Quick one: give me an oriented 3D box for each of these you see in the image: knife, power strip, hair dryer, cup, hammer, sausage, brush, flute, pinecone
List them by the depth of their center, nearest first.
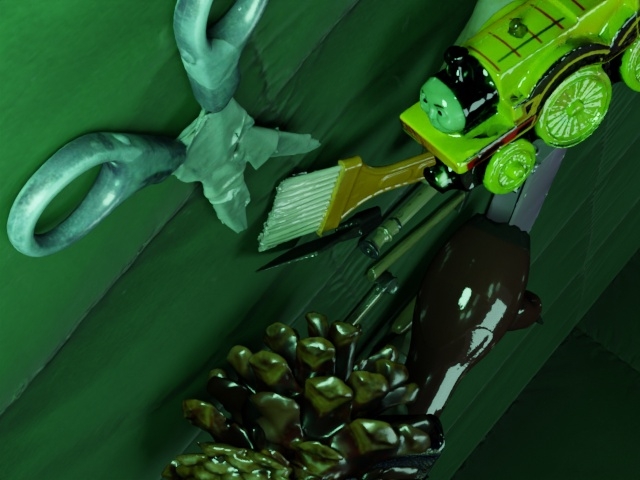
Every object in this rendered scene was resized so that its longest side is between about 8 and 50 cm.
[{"bbox_3d":[0.080,-0.062,1.573,0.314,0.017,0.090,-19,149,-33],"label":"brush"},{"bbox_3d":[0.000,0.000,1.598,0.072,0.019,0.245,-16,-176,19],"label":"knife"},{"bbox_3d":[-0.008,0.190,1.661,0.264,0.264,0.264,-47,165,-17],"label":"pinecone"},{"bbox_3d":[0.123,-0.061,1.865,0.233,0.027,0.027,-44,163,-27],"label":"flute"},{"bbox_3d":[0.115,-0.012,1.981,0.199,0.013,0.062,-40,161,-39],"label":"hammer"},{"bbox_3d":[0.025,0.106,1.988,0.182,0.017,0.062,-48,165,-9],"label":"hammer"},{"bbox_3d":[0.137,0.069,2.220,0.132,0.024,0.024,-49,165,-14],"label":"sausage"},{"bbox_3d":[0.208,0.130,2.246,0.340,0.123,0.313,16,99,-63],"label":"hair dryer"},{"bbox_3d":[0.260,-0.058,2.256,0.109,0.037,0.279,-43,163,-28],"label":"power strip"},{"bbox_3d":[0.111,0.147,2.256,0.099,0.074,0.102,-35,128,-53],"label":"cup"}]

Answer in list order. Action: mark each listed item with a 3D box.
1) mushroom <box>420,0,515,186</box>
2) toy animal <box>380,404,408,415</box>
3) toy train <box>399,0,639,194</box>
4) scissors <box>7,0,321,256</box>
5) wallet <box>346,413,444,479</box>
[{"bbox_3d":[0.165,-0.178,1.620,0.100,0.081,0.312,-37,155,-49],"label":"mushroom"},{"bbox_3d":[0.007,0.256,2.103,0.108,0.138,0.236,23,118,-36],"label":"toy animal"},{"bbox_3d":[0.201,-0.158,1.513,0.296,0.100,0.161,-36,141,-14],"label":"toy train"},{"bbox_3d":[-0.073,-0.074,1.232,0.256,0.029,0.383,-53,163,3],"label":"scissors"},{"bbox_3d":[0.003,0.265,1.978,0.220,0.071,0.262,-3,151,-16],"label":"wallet"}]
